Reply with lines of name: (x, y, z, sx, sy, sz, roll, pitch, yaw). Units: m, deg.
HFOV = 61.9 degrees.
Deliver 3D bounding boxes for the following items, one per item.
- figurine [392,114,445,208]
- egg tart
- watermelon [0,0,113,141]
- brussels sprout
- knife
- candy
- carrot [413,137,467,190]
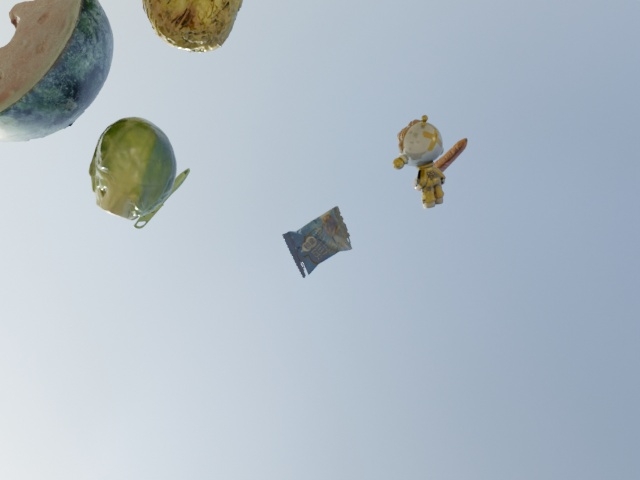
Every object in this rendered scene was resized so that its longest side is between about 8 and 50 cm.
figurine: (0.165, -0.125, 0.868, 0.068, 0.102, 0.143, 5, -90, 58)
egg tart: (-0.214, -0.459, 0.960, 0.232, 0.252, 0.098, -16, -175, 25)
watermelon: (-0.490, -0.294, 0.932, 0.226, 0.148, 0.318, 42, -94, 23)
brussels sprout: (-0.332, -0.128, 0.956, 0.161, 0.144, 0.180, -131, -119, -70)
knife: (-0.375, -0.104, 1.272, 0.014, 0.030, 0.207, -5, -135, 48)
candy: (0.000, 0.001, 0.975, 0.136, 0.088, 0.038, -29, -176, -33)
carrot: (0.271, -0.168, 1.199, 0.037, 0.190, 0.037, 14, -122, -23)
